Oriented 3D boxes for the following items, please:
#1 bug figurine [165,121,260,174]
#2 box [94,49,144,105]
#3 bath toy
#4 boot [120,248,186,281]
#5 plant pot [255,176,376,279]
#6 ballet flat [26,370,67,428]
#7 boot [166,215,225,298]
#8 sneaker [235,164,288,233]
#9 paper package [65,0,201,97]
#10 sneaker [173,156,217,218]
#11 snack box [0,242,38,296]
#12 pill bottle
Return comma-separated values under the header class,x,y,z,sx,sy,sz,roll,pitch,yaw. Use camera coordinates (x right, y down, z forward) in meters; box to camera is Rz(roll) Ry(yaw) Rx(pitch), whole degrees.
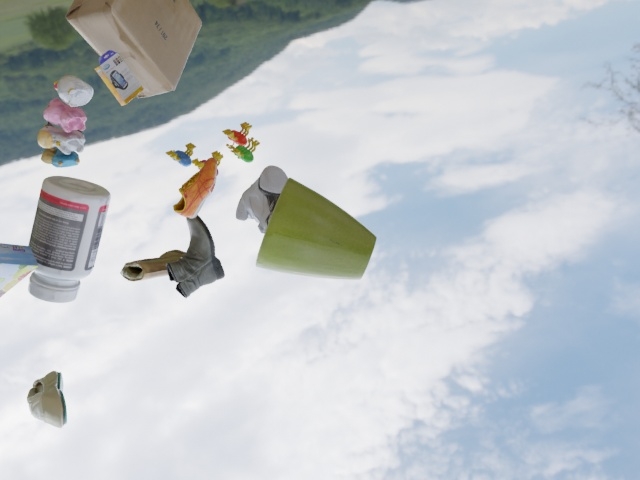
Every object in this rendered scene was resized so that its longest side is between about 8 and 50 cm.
class,x,y,z,sx,sy,sz,roll,pitch,yaw
bug figurine,-0.311,-0.264,1.967,0.279,0.072,0.216,-24,-142,-22
box,-0.551,-0.446,1.776,0.028,0.136,0.081,-10,-146,40
bath toy,-0.872,-0.415,2.214,0.152,0.348,0.129,-9,-130,-40
boot,-0.584,0.088,2.291,0.236,0.089,0.270,-7,-178,39
plant pot,0.000,0.000,1.861,0.294,0.274,0.274,21,-152,0
ballet flat,-0.617,0.362,1.467,0.086,0.086,0.248,-21,-166,-20
boot,-0.408,0.048,2.031,0.161,0.246,0.083,-26,-163,-26
sneaker,-0.191,-0.074,2.370,0.138,0.365,0.210,9,150,-40
paper package,-0.527,-0.645,1.907,0.168,0.325,0.309,0,-120,26
sneaker,-0.304,-0.128,1.588,0.068,0.175,0.064,19,-156,-33
snack box,-0.826,0.087,1.576,0.207,0.070,0.174,-36,162,15
pill bottle,-0.688,0.000,1.759,0.177,0.318,0.176,17,-168,-4
